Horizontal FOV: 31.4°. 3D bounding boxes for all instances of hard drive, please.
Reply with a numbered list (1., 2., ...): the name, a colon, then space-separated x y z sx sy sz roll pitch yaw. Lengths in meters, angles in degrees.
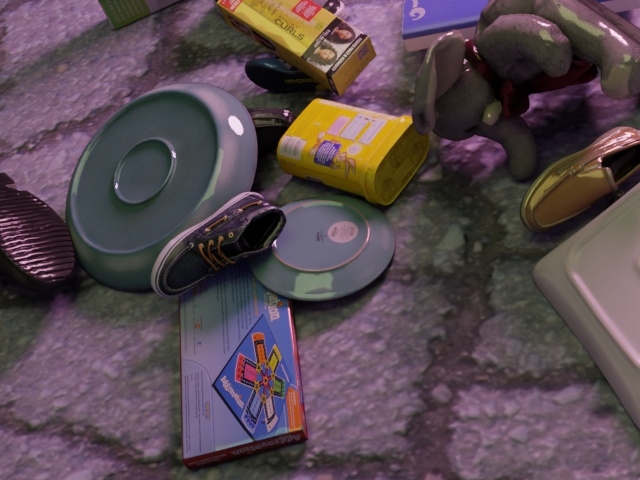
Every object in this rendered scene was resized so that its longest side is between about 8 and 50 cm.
1. hard drive: 0.277 -0.372 1.604 0.318 0.040 0.210 -8 47 17

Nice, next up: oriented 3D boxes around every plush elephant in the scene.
1. plush elephant: 0.232 -0.203 1.408 0.330 0.255 0.272 36 22 7

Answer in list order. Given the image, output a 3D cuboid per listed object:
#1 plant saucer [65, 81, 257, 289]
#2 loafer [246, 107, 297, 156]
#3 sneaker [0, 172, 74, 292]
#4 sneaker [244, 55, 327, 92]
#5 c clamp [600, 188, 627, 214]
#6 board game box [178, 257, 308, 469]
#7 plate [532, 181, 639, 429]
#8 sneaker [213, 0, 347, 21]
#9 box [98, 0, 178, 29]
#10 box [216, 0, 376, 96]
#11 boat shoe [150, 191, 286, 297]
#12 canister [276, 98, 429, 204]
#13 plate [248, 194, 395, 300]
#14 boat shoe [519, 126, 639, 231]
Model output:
1. plant saucer: -0.231 -0.086 1.550 0.317 0.044 0.317 -14 59 26
2. loafer: -0.134 -0.126 1.591 0.223 0.076 0.078 -13 52 17
3. sneaker: -0.461 -0.004 1.594 0.122 0.146 0.330 -6 38 -46
4. sneaker: -0.040 -0.255 1.680 0.144 0.053 0.059 3 55 13
5. c clamp: 0.404 -0.035 1.329 0.160 0.022 0.137 -5 54 16
6. board game box: -0.098 0.135 1.373 0.145 0.027 0.281 -16 46 9
7. plate: 0.382 0.029 1.200 0.277 0.045 0.278 -40 44 12
8. sneaker: -0.085 -0.401 1.756 0.268 0.153 0.101 23 62 36
9. box: -0.246 -0.508 1.862 0.322 0.232 0.058 -25 46 -1
10. box: -0.036 -0.303 1.634 0.232 0.058 0.087 37 80 26
11. boat shoe: -0.128 0.009 1.415 0.183 0.065 0.083 -42 28 -12
12. canister: 0.041 -0.122 1.515 0.170 0.073 0.126 19 59 35
13. plate: 0.000 0.000 1.433 0.188 0.024 0.188 -5 44 5
14. boat shoe: 0.321 -0.074 1.348 0.190 0.068 0.072 -39 24 -14
